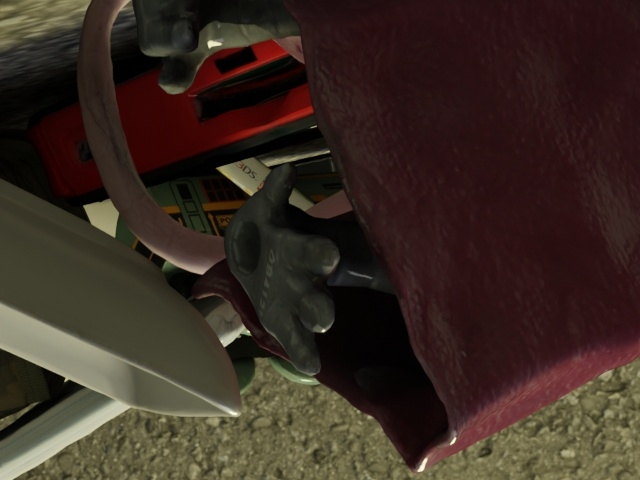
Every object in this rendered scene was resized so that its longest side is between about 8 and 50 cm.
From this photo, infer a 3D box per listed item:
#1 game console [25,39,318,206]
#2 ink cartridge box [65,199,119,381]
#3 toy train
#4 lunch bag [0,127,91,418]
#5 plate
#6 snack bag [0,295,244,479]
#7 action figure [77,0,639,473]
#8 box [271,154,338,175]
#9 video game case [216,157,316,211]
[{"bbox_3d":[0.061,-0.104,1.043,0.342,0.060,0.386,-19,-177,-36],"label":"game console"},{"bbox_3d":[-0.295,0.066,1.914,0.285,0.166,0.395,-11,179,-35],"label":"ink cartridge box"},{"bbox_3d":[-0.020,0.021,1.730,0.334,0.190,0.142,-6,146,-28],"label":"toy train"},{"bbox_3d":[-0.260,0.035,1.163,0.235,0.169,0.287,-15,-178,3],"label":"lunch bag"},{"bbox_3d":[-0.169,-0.008,0.766,0.277,0.045,0.278,26,170,-10],"label":"plate"},{"bbox_3d":[-0.072,0.056,1.121,0.323,0.037,0.342,-32,-177,33],"label":"snack bag"},{"bbox_3d":[0.129,-0.028,0.715,0.370,0.248,0.276,-8,177,-24],"label":"action figure"},{"bbox_3d":[0.000,0.000,1.994,0.108,0.153,0.207,-12,177,13],"label":"box"},{"bbox_3d":[0.002,-0.009,1.538,0.026,0.206,0.227,-52,176,1],"label":"video game case"}]
